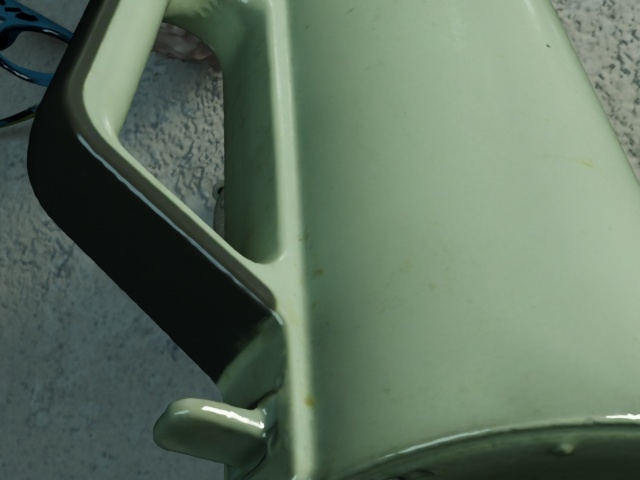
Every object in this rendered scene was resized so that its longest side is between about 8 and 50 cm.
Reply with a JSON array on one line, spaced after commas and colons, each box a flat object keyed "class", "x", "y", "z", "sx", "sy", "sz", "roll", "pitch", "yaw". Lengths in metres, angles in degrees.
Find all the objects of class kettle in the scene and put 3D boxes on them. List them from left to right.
[{"class": "kettle", "x": 0.020, "y": -0.006, "z": 0.542, "sx": 0.250, "sy": 0.361, "sz": 0.376, "roll": -52, "pitch": 33, "yaw": 40}]

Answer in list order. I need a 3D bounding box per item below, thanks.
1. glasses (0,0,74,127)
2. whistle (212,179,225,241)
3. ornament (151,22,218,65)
[{"class": "glasses", "x": -0.322, "y": -0.135, "z": 0.906, "sx": 0.239, "sy": 0.102, "sz": 0.206, "roll": 28, "pitch": 89, "yaw": 27}, {"class": "whistle", "x": 0.000, "y": 0.000, "z": 0.755, "sx": 0.220, "sy": 0.057, "sz": 0.107, "roll": 28, "pitch": 85, "yaw": 25}, {"class": "ornament", "x": -0.086, "y": -0.273, "z": 0.755, "sx": 0.225, "sy": 0.259, "sz": 0.259, "roll": -36, "pitch": 64, "yaw": -6}]
